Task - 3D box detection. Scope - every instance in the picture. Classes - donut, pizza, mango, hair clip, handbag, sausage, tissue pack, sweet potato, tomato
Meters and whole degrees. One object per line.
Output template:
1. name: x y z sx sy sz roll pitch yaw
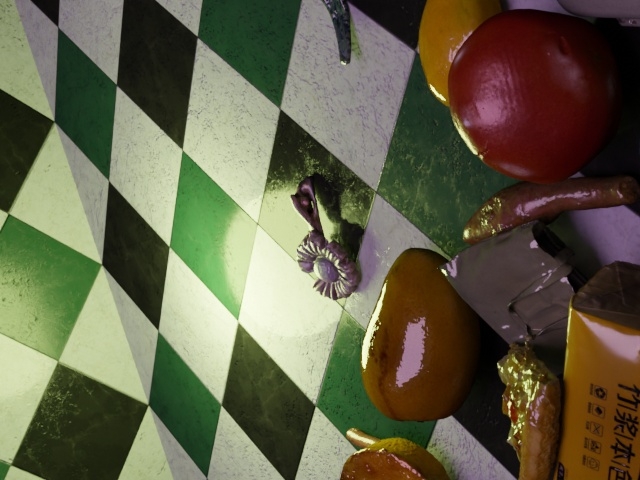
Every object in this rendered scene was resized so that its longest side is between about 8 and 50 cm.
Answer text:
1. donut: 0.187 0.587 2.430 0.302 0.110 0.303 20 125 31
2. pizza: 0.352 0.285 1.830 0.288 0.075 0.280 -95 3 -61
3. mango: 0.209 0.202 2.156 0.263 0.221 0.378 24 116 50
4. mango: 0.256 -0.376 1.905 0.176 0.119 0.317 15 109 52
5. hair clip: -0.006 0.000 2.462 0.173 0.069 0.301 -19 91 54
6. handbag: 0.399 0.108 1.909 0.316 0.109 0.253 47 141 -6
7. sausage: 0.131 0.493 2.548 0.186 0.043 0.043 6 111 52
8. tissue pack: 0.551 0.264 1.693 0.293 0.228 0.382 17 121 33
9. hair clip: 0.030 -0.478 2.211 0.066 0.036 0.229 -25 80 50
10. sweet potato: 0.395 -0.064 1.882 0.385 0.109 0.109 -24 87 49
11. tomato: 0.359 -0.244 1.688 0.226 0.298 0.299 -37 77 50

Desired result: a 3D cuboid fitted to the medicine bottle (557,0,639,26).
1. medicine bottle: 0.501 -0.450 1.529 0.375 0.123 0.282 16 117 49
